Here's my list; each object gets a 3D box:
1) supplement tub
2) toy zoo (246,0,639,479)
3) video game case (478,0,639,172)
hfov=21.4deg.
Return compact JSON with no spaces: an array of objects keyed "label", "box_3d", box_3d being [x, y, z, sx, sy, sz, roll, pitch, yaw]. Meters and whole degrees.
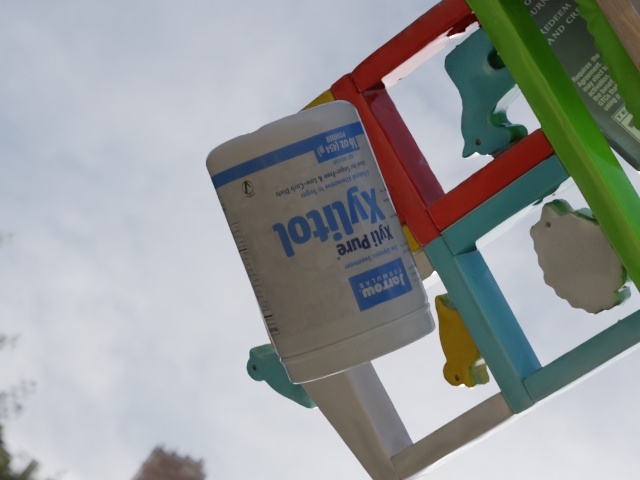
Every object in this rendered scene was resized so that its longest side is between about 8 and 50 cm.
[{"label":"supplement tub","box_3d":[0.000,0.000,0.726,0.071,0.071,0.107,-21,-89,42]},{"label":"toy zoo","box_3d":[0.064,-0.003,0.837,0.293,0.030,0.192,-35,-104,32]},{"label":"video game case","box_3d":[0.124,-0.194,0.823,0.274,0.026,0.196,41,-78,-6]}]
